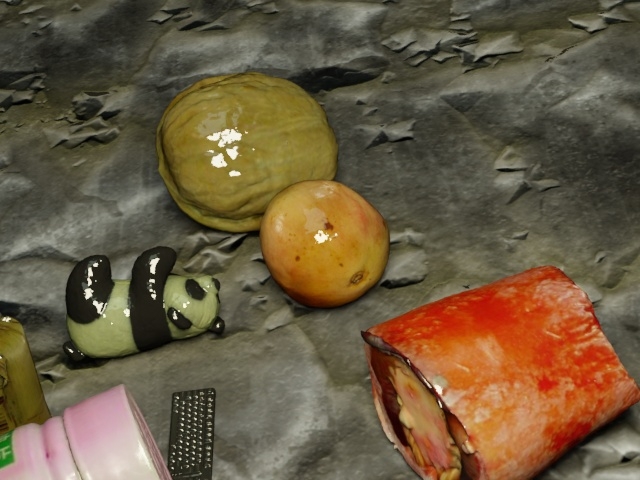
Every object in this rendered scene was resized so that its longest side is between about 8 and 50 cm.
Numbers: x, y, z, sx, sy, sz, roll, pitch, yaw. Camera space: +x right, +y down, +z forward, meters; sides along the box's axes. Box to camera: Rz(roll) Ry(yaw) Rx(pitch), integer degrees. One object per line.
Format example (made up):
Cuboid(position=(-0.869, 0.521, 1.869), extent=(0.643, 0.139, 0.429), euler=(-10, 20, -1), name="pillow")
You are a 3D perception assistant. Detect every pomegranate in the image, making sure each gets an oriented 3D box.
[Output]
Cuboid(position=(0.004, 0.000, 1.545), extent=(0.191, 0.191, 0.191), euler=(-6, 46, 6), name="pomegranate")

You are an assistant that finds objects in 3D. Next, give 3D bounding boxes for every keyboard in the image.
Cuboid(position=(-0.171, 0.281, 1.428), extent=(0.061, 0.013, 0.204), euler=(-8, 46, 6), name="keyboard")

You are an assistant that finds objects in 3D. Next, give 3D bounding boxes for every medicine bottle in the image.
Cuboid(position=(-0.339, 0.326, 1.276), extent=(0.325, 0.212, 0.212), euler=(-25, 46, -7), name="medicine bottle")

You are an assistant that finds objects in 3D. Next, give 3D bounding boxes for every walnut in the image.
Cuboid(position=(-0.116, -0.142, 1.679), extent=(0.283, 0.227, 0.283), euler=(3, 76, -11), name="walnut")

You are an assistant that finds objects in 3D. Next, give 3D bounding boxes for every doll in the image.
Cuboid(position=(-0.254, 0.093, 1.553), extent=(0.234, 0.143, 0.135), euler=(-11, 69, 0), name="doll")

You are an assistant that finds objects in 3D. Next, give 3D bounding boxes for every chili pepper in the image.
Cuboid(position=(0.230, 0.158, 1.317), extent=(0.305, 0.229, 0.251), euler=(-26, 30, -12), name="chili pepper")

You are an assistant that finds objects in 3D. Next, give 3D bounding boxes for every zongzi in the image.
Cuboid(position=(-0.493, 0.211, 1.398), extent=(0.289, 0.260, 0.123), euler=(0, 38, 10), name="zongzi")
